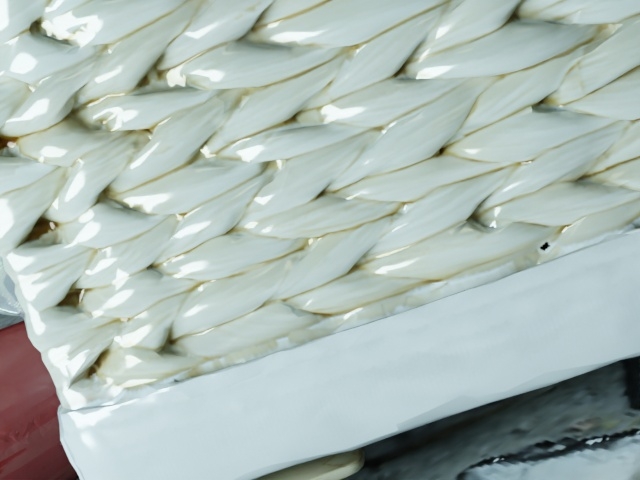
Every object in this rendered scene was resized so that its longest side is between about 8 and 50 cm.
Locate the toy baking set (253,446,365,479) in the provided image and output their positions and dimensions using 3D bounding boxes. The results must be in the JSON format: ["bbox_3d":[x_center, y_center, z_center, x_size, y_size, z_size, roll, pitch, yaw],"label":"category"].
[{"bbox_3d":[-0.090,0.138,0.409,0.197,0.030,0.256,-14,17,36],"label":"toy baking set"}]

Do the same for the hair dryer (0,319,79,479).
[{"bbox_3d":[-0.185,0.091,0.661,0.294,0.080,0.223,-24,12,10],"label":"hair dryer"}]

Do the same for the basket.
[{"bbox_3d":[0.047,-0.113,0.542,0.331,0.266,0.328,-22,11,15],"label":"basket"}]

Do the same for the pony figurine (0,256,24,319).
[{"bbox_3d":[-0.227,-0.107,0.947,0.351,0.363,0.303,7,21,18],"label":"pony figurine"}]
